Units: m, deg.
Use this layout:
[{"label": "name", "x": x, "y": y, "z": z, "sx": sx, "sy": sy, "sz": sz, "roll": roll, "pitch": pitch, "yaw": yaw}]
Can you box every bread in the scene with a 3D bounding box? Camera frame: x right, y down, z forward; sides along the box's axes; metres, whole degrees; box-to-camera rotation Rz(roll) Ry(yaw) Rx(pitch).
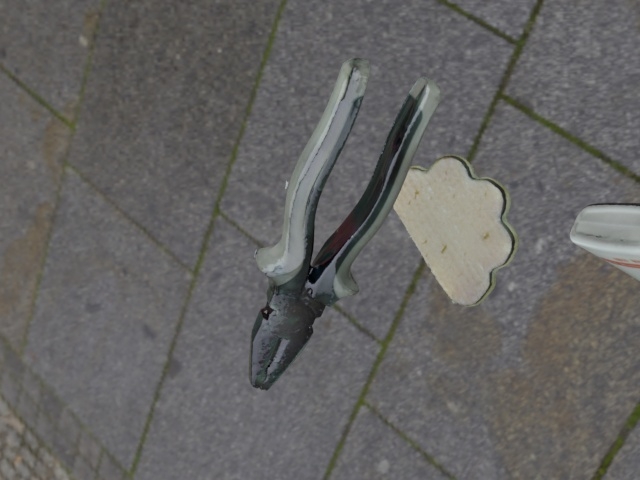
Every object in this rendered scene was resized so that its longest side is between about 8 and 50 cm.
[{"label": "bread", "x": 0.256, "y": -0.033, "z": 1.838, "sx": 0.207, "sy": 0.056, "sz": 0.287, "roll": -34, "pitch": 75, "yaw": 27}]

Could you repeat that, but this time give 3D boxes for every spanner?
[{"label": "spanner", "x": 0.000, "y": 0.000, "z": 0.859, "sx": 0.040, "sy": 0.095, "sz": 0.325, "roll": -109, "pitch": 37, "yaw": -55}]

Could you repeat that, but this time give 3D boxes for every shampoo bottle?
[{"label": "shampoo bottle", "x": 0.450, "y": 0.049, "z": 1.223, "sx": 0.071, "sy": 0.284, "sz": 0.153, "roll": -61, "pitch": 21, "yaw": -10}]
